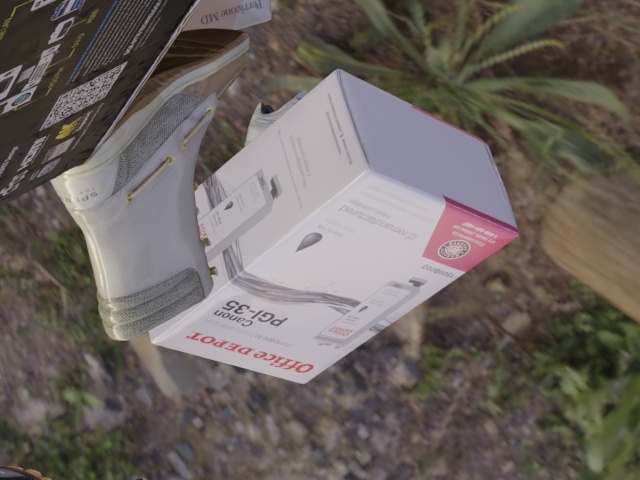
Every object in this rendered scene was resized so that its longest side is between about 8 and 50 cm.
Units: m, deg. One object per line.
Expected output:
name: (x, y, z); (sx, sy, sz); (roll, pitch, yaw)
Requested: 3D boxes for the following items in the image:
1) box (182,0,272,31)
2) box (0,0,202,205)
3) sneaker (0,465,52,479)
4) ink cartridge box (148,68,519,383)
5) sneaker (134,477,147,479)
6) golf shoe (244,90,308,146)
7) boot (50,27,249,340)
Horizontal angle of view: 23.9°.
box: (-0.142, -0.332, 1.302); (0.148, 0.121, 0.311); (-21, 123, -24)
box: (-0.134, -0.057, 0.372); (0.257, 0.322, 0.079); (-30, 84, -31)
sneaker: (-0.235, 0.260, 1.234); (0.083, 0.215, 0.084); (-2, 124, -58)
ink cartridge box: (0.000, 0.000, 1.354); (0.207, 0.117, 0.283); (20, 133, -43)
sneaker: (-0.237, 0.323, 1.753); (0.109, 0.044, 0.040); (-39, 77, -16)
golf shoe: (-0.011, -0.125, 1.633); (0.069, 0.176, 0.086); (22, 68, -54)
boot: (-0.107, -0.046, 1.080); (0.213, 0.077, 0.165); (-48, 133, -45)
